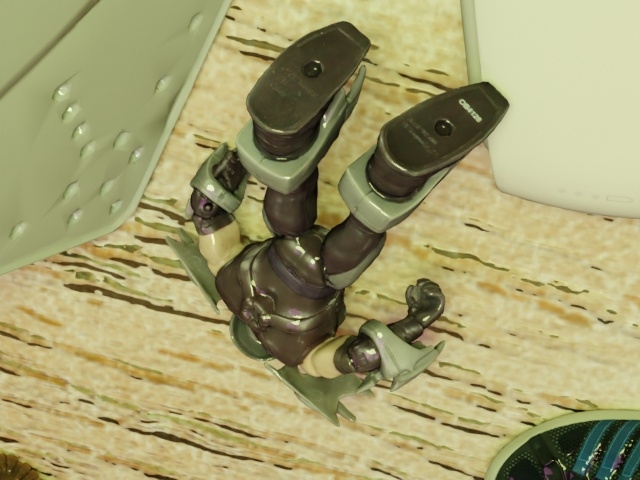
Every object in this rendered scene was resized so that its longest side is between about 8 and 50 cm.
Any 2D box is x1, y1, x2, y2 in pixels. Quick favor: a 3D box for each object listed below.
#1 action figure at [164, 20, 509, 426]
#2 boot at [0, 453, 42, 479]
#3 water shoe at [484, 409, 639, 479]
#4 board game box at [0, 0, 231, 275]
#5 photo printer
[{"bbox_3d":[0.000,0.000,0.801,0.185,0.099,0.285,37,149,6],"label":"action figure"},{"bbox_3d":[-0.203,0.236,0.997,0.158,0.059,0.084,50,127,25],"label":"boot"},{"bbox_3d":[0.196,0.149,0.877,0.203,0.080,0.073,-16,112,19],"label":"water shoe"},{"bbox_3d":[-0.157,-0.126,0.649,0.050,0.390,0.390,38,120,17],"label":"board game box"},{"bbox_3d":[0.193,-0.153,0.704,0.256,0.107,0.307,-2,116,13],"label":"photo printer"}]
